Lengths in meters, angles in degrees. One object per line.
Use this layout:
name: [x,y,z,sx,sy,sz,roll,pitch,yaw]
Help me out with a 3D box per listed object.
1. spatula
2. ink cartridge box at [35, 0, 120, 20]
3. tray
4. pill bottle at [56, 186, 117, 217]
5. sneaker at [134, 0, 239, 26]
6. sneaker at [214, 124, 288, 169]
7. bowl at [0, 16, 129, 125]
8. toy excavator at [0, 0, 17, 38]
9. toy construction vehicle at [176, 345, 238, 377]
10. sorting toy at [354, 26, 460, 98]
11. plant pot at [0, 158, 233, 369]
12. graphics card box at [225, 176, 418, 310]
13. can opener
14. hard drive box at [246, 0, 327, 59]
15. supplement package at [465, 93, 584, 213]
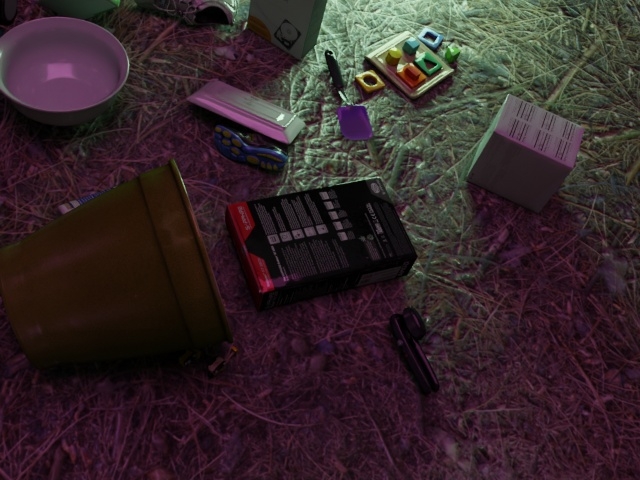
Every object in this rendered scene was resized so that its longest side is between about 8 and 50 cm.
spatula: [0.058,-0.383,2.020,0.084,0.030,0.296,-9,60,-16]
ink cartridge box: [-0.563,-0.706,1.906,0.122,0.211,0.289,19,78,-44]
tray: [-0.174,-0.321,1.895,0.271,0.030,0.145,24,32,3]
pill bottle: [-0.441,-0.050,1.633,0.187,0.112,0.112,-23,65,-25]
sneaker: [-0.349,-0.621,2.036,0.282,0.105,0.115,2,57,-13]
sneaker: [-0.165,-0.223,1.852,0.188,0.067,0.078,21,34,3]
bowl: [-0.591,-0.363,1.791,0.298,0.134,0.297,6,57,-9]
toy excavator: [-0.850,-0.374,1.704,0.223,0.444,0.433,11,14,-5]
toy construction vehicle: [-0.223,0.230,1.553,0.086,0.035,0.098,29,52,20]
sorting toy: [0.244,-0.488,2.124,0.196,0.047,0.348,43,58,15]
plant pot: [-0.386,0.075,1.451,0.353,0.366,0.366,-19,63,-10]
graphics card box: [0.000,0.000,1.717,0.371,0.094,0.232,-13,61,-20]
can opener: [0.195,0.233,1.632,0.059,0.073,0.186,-8,68,-27]
hard drive box: [-0.083,-0.614,2.017,0.181,0.232,0.089,33,56,10]
supplement package: [0.498,-0.211,1.911,0.203,0.194,0.149,26,56,3]
